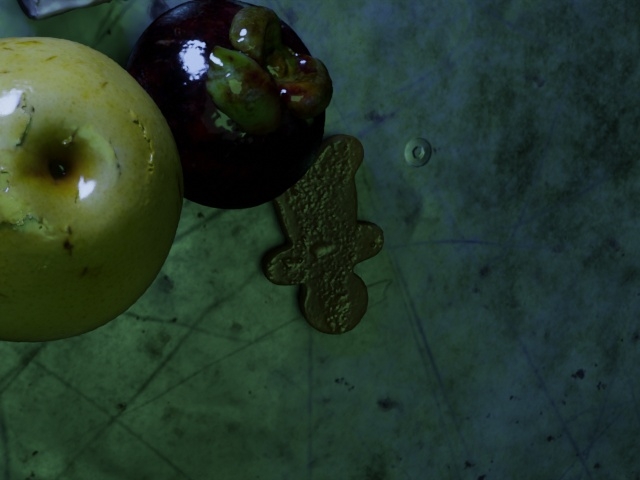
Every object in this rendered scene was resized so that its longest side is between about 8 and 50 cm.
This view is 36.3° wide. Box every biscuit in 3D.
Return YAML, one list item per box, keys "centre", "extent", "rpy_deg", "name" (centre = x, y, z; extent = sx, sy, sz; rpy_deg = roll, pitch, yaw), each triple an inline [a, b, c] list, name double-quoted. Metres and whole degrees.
- centre: [0.000, 0.000, 1.478]
  extent: [0.197, 0.049, 0.301]
  rpy_deg: [-17, 107, -15]
  name: "biscuit"

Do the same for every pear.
- centre: [-0.319, -0.054, 1.084]
  extent: [0.348, 0.348, 0.348]
  rpy_deg: [-5, 103, -22]
  name: "pear"

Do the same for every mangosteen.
- centre: [-0.115, -0.180, 1.260]
  extent: [0.288, 0.288, 0.288]
  rpy_deg: [-5, 103, -22]
  name: "mangosteen"

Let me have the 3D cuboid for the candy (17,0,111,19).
- centre: [-0.326, -0.368, 1.193]
  extent: [0.137, 0.185, 0.195]
  rpy_deg: [-21, 113, -13]
  name: "candy"
